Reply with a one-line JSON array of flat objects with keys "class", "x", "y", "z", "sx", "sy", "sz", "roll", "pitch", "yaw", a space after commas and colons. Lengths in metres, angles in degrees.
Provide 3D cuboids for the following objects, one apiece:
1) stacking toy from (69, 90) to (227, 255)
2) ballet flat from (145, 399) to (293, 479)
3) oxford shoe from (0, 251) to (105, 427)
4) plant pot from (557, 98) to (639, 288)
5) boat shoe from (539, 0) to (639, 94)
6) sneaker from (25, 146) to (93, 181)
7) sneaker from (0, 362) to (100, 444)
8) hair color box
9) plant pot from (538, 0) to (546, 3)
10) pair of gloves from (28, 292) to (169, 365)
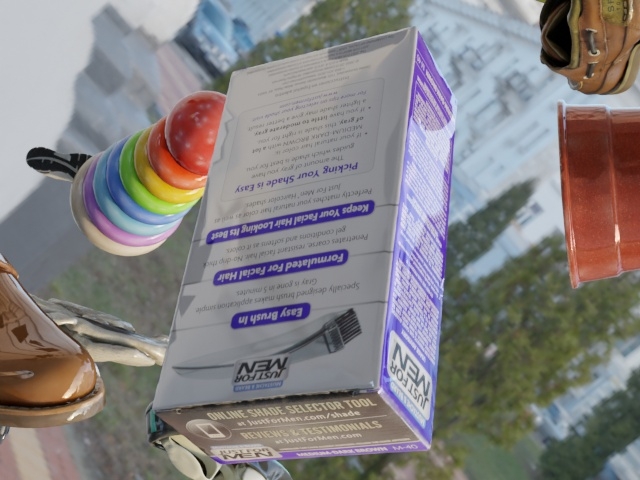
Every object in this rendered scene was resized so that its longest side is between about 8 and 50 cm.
[{"class": "stacking toy", "x": -0.175, "y": -0.087, "z": 1.230, "sx": 0.141, "sy": 0.141, "sz": 0.330, "roll": 50, "pitch": -33, "yaw": -8}, {"class": "ballet flat", "x": -0.152, "y": 0.332, "z": 1.559, "sx": 0.280, "sy": 0.095, "sz": 0.096, "roll": 40, "pitch": 30, "yaw": -25}, {"class": "oxford shoe", "x": -0.175, "y": 0.017, "z": 0.485, "sx": 0.212, "sy": 0.076, "sz": 0.076, "roll": 27, "pitch": 24, "yaw": 32}, {"class": "plant pot", "x": 0.477, "y": -0.076, "z": 1.493, "sx": 0.272, "sy": 0.265, "sz": 0.272, "roll": -5, "pitch": 90, "yaw": -75}, {"class": "boat shoe", "x": 0.263, "y": -0.213, "z": 1.049, "sx": 0.307, "sy": 0.104, "sz": 0.111, "roll": 71, "pitch": 11, "yaw": -80}, {"class": "sneaker", "x": -0.327, "y": -0.096, "z": 1.393, "sx": 0.109, "sy": 0.040, "sz": 0.044, "roll": 17, "pitch": -10, "yaw": -4}, {"class": "sneaker", "x": -0.353, "y": 0.187, "z": 1.256, "sx": 0.226, "sy": 0.086, "sz": 0.163, "roll": 16, "pitch": 22, "yaw": -34}, {"class": "hair color box", "x": 0.000, "y": 0.000, "z": 0.860, "sx": 0.110, "sy": 0.185, "sz": 0.339, "roll": 52, "pitch": 38, "yaw": -44}, {"class": "plant pot", "x": 0.322, "y": -0.453, "z": 1.179, "sx": 0.366, "sy": 0.353, "sz": 0.366, "roll": 20, "pitch": -4, "yaw": 1}, {"class": "pair of gloves", "x": -0.221, "y": 0.097, "z": 1.067, "sx": 0.204, "sy": 0.042, "sz": 0.240, "roll": 22, "pitch": -6, "yaw": -34}]
